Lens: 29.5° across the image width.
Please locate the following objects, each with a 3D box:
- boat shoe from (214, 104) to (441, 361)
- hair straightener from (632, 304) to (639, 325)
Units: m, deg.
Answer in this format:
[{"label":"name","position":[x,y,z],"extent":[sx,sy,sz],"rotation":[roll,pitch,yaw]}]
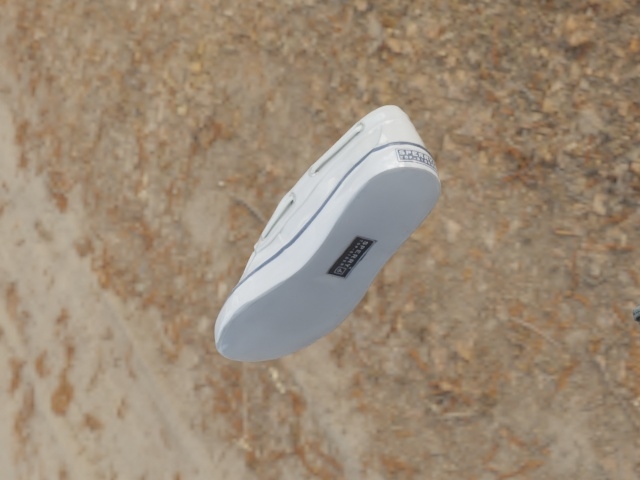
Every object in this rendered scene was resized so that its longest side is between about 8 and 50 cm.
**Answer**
[{"label":"boat shoe","position":[0.000,0.000,0.964],"extent":[0.258,0.095,0.084],"rotation":[-44,41,31]},{"label":"hair straightener","position":[0.227,0.019,0.698],"extent":[0.047,0.230,0.089],"rotation":[-11,85,37]}]
